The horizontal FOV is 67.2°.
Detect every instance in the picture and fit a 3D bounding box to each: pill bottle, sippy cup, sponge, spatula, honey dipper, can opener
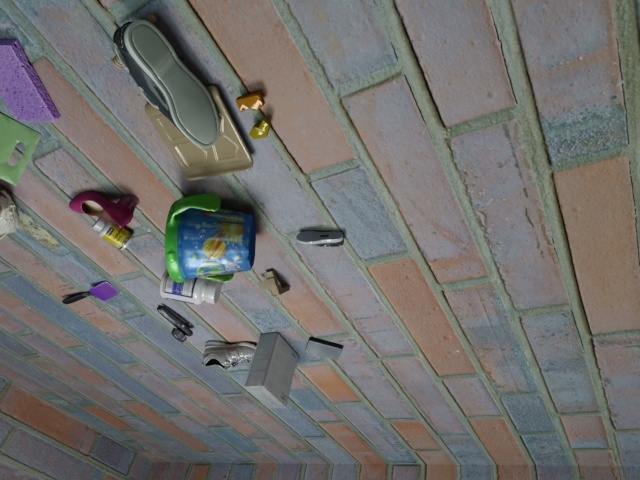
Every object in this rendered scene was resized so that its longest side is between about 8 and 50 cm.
[{"bbox_3d":[-0.669,-0.025,1.550,0.116,0.065,0.065,39,133,-26],"label":"pill bottle"},{"bbox_3d":[-0.303,0.003,1.381,0.223,0.240,0.305,1,177,-1],"label":"sippy cup"},{"bbox_3d":[-0.753,-0.391,1.197,0.117,0.031,0.210,4,138,11],"label":"sponge"},{"bbox_3d":[-0.443,0.161,1.658,0.186,0.112,0.112,11,138,3],"label":"pill bottle"},{"bbox_3d":[-0.924,0.220,1.914,0.296,0.030,0.084,-14,134,27],"label":"spatula"},{"bbox_3d":[-0.405,-0.437,1.057,0.160,0.031,0.030,-29,123,34],"label":"honey dipper"},{"bbox_3d":[-0.578,0.324,1.917,0.059,0.073,0.186,-10,125,36],"label":"can opener"}]

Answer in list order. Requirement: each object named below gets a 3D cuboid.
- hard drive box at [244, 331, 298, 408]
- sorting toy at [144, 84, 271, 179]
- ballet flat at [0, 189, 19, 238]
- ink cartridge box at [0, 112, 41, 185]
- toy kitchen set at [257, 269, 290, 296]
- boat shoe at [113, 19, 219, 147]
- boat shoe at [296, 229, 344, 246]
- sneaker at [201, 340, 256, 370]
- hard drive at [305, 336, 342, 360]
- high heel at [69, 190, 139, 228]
[{"bbox_3d":[-0.185,0.506,1.876,0.089,0.232,0.181,-11,132,26],"label":"hard drive box"},{"bbox_3d":[-0.255,-0.270,1.195,0.307,0.041,0.229,-6,130,21],"label":"sorting toy"},{"bbox_3d":[-1.091,-0.062,1.602,0.408,0.147,0.147,-16,131,33],"label":"ballet flat"},{"bbox_3d":[-0.905,-0.272,1.284,0.235,0.056,0.171,29,96,-15],"label":"ink cartridge box"},{"bbox_3d":[-0.160,0.144,1.625,0.068,0.075,0.083,-18,90,27],"label":"toy kitchen set"},{"bbox_3d":[-0.334,-0.338,1.069,0.091,0.114,0.303,12,141,41],"label":"boat shoe"},{"bbox_3d":[0.000,0.000,1.410,0.142,0.049,0.040,-1,137,13],"label":"boat shoe"},{"bbox_3d":[-0.358,0.492,1.995,0.281,0.115,0.105,-2,136,17],"label":"sneaker"},{"bbox_3d":[0.013,0.425,1.892,0.135,0.022,0.094,15,138,-2],"label":"hard drive"},{"bbox_3d":[-0.671,-0.081,1.450,0.243,0.117,0.082,3,138,11],"label":"high heel"}]
